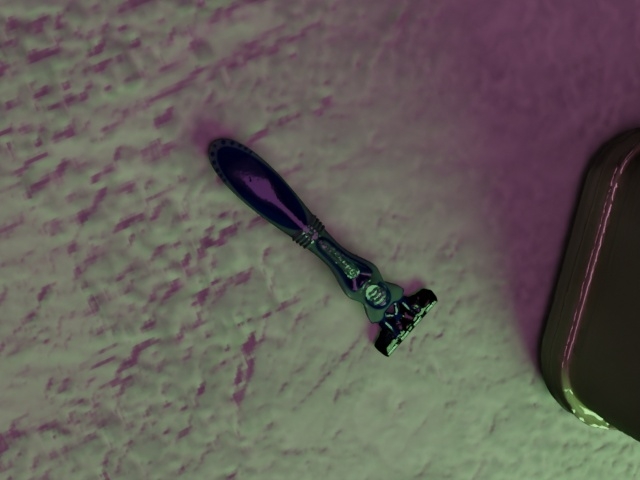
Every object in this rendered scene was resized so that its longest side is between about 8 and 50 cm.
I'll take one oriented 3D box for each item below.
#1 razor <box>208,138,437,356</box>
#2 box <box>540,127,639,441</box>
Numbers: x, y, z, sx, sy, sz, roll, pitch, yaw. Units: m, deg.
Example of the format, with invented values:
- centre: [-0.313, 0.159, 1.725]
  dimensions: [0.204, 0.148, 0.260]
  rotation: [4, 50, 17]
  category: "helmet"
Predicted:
- centre: [0.002, 0.002, 0.576]
  dimensions: [0.044, 0.028, 0.154]
  rotation: [-47, 113, -2]
  category: "razor"
- centre: [0.349, 0.071, 0.539]
  dimensions: [0.352, 0.344, 0.177]
  rotation: [10, 98, -20]
  category: "box"
